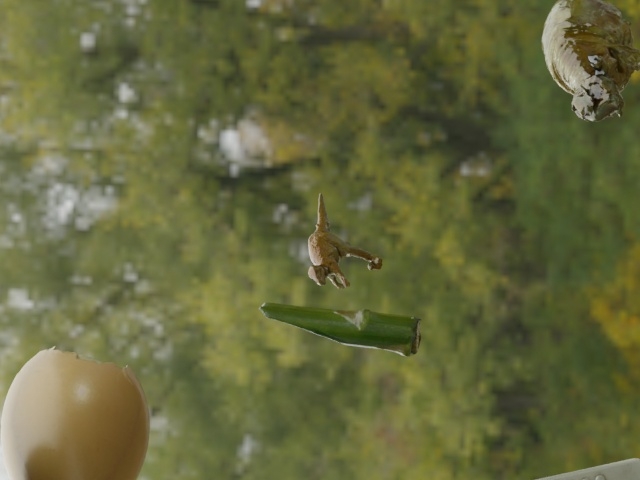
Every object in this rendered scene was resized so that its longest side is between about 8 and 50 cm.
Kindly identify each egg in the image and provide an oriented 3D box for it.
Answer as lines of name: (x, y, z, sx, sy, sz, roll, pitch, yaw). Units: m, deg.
egg: (-0.333, 0.270, 2.467, 0.201, 0.201, 0.244, 68, -156, -67)

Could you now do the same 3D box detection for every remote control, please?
remote control: (0.284, 0.300, 2.029, 0.029, 0.190, 0.088, 109, 150, -77)

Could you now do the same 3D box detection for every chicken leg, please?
chicken leg: (0.283, -0.179, 1.859, 0.088, 0.103, 0.228, -47, 25, 22)

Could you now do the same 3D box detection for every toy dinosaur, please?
toy dinosaur: (0.000, 0.000, 2.207, 0.126, 0.162, 0.039, 1, -46, -48)

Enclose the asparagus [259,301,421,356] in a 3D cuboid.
asparagus: (0.021, 0.094, 1.995, 0.045, 0.178, 0.041, 88, -171, -56)
